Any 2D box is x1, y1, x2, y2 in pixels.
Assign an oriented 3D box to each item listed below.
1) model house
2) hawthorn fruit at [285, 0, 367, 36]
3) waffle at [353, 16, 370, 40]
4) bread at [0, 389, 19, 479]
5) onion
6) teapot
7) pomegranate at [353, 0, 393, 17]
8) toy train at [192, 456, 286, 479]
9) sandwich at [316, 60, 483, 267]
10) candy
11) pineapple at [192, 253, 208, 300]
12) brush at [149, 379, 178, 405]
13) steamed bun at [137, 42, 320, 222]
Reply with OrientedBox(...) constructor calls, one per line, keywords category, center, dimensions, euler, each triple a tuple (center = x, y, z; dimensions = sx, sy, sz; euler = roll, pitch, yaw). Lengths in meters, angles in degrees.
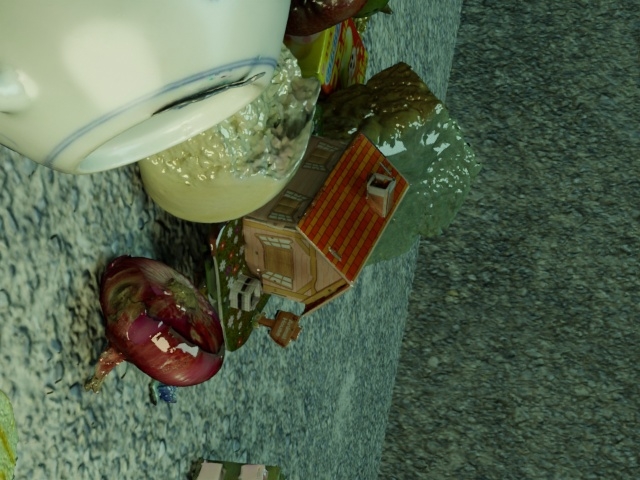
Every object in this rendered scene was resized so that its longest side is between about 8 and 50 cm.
OrientedBox(category="model house", center=(0.000, -0.001, 1.347), dimensions=(0.294, 0.154, 0.207), euler=(-57, 154, -44))
OrientedBox(category="hawthorn fruit", center=(-0.005, -0.349, 1.469), dimensions=(0.188, 0.169, 0.169), euler=(-62, 156, -59))
OrientedBox(category="waffle", center=(0.047, -0.393, 1.888), dimensions=(0.194, 0.051, 0.149), euler=(-62, 156, -44))
OrientedBox(category="bread", center=(-0.261, 0.144, 0.753), dimensions=(0.156, 0.103, 0.110), euler=(-77, 173, -51))
OrientedBox(category="onion", center=(-0.175, 0.097, 1.128), dimensions=(0.140, 0.150, 0.150), euler=(-44, 170, 9))
OrientedBox(category="teapot", center=(-0.159, -0.195, 0.759), dimensions=(0.424, 0.252, 0.280), euler=(-25, 89, -49))
OrientedBox(category="pomegranate", center=(0.059, -0.397, 1.719), dimensions=(0.169, 0.148, 0.148), euler=(-13, 111, -61))
OrientedBox(category="toy train", center=(-0.117, 0.408, 1.478), dimensions=(0.177, 0.134, 0.261), euler=(69, 29, -48))
OrientedBox(category="sandwich", center=(0.074, -0.092, 1.641), dimensions=(0.325, 0.131, 0.262), euler=(-25, 136, -22))
OrientedBox(category="candy", center=(-0.003, -0.258, 1.671), dimensions=(0.276, 0.088, 0.146), euler=(51, 49, -71))
OrientedBox(category="pineapple", center=(-0.114, 0.056, 1.412), dimensions=(0.137, 0.069, 0.116), euler=(-37, 124, -65))
OrientedBox(category="brush", center=(-0.156, 0.118, 1.358), dimensions=(0.178, 0.030, 0.033), euler=(-68, 151, -46))
OrientedBox(category="steamed bun", center=(-0.084, -0.143, 1.203), dimensions=(0.225, 0.170, 0.200), euler=(-70, 160, -45))
